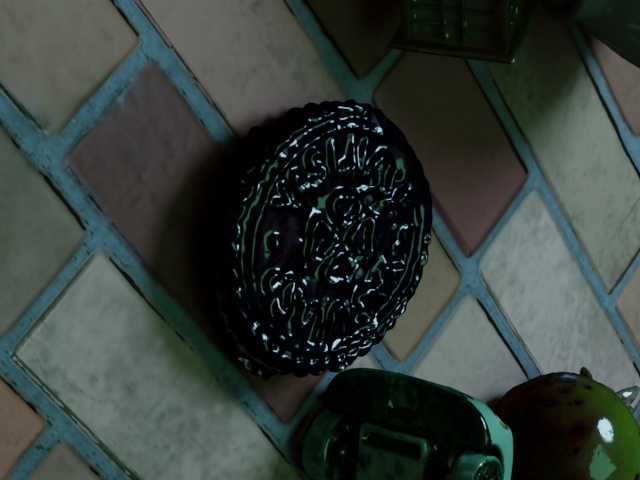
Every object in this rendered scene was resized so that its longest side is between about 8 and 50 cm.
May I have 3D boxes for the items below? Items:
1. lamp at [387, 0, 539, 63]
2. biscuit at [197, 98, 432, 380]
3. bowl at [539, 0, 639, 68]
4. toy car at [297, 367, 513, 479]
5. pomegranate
[{"bbox_3d":[0.085,-0.263,0.896,0.089,0.090,0.325,-63,157,-43],"label":"lamp"},{"bbox_3d":[0.000,0.000,0.985,0.195,0.053,0.194,-13,110,-40],"label":"biscuit"},{"bbox_3d":[0.221,-0.235,1.006,0.158,0.337,0.337,-13,114,-9],"label":"bowl"},{"bbox_3d":[0.066,0.235,1.060,0.125,0.136,0.305,-15,112,-53],"label":"toy car"},{"bbox_3d":[0.198,0.151,1.173,0.129,0.129,0.159,54,45,-38],"label":"pomegranate"}]
